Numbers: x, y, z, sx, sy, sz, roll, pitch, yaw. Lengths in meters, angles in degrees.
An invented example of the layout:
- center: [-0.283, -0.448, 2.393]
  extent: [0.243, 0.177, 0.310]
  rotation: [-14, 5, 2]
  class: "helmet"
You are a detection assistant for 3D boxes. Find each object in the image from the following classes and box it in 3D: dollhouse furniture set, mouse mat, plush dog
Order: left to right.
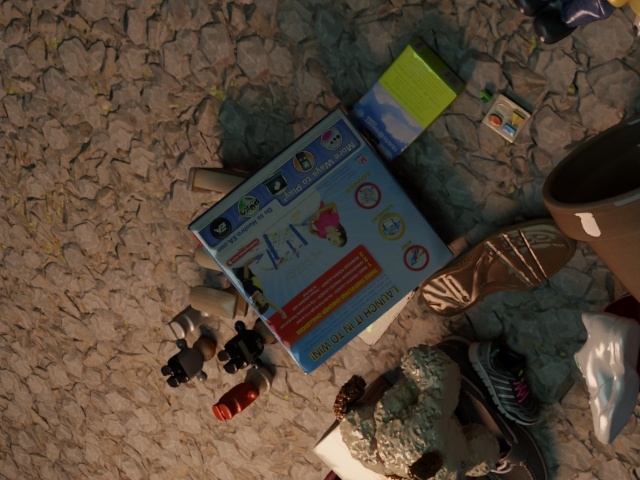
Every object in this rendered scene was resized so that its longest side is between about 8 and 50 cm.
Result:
- center: [-0.151, 0.004, 1.868]
  extent: [0.161, 0.212, 0.242]
  rotation: [13, 98, 25]
  class: "dollhouse furniture set"
- center: [0.075, 0.091, 1.903]
  extent: [0.152, 0.007, 0.190]
  rotation: [39, 132, 7]
  class: "mouse mat"
- center: [0.133, 0.325, 1.756]
  extent: [0.225, 0.210, 0.262]
  rotation: [-11, 116, 44]
  class: "plush dog"

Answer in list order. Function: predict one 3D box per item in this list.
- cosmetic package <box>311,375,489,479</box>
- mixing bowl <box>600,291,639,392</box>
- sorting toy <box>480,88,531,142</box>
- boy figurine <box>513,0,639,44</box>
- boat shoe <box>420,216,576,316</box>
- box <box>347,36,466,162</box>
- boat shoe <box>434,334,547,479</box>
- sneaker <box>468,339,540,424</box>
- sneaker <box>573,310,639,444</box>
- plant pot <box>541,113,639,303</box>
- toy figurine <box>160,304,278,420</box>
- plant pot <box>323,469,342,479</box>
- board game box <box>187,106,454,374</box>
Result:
- center: [0.152, 0.415, 1.954]
  extent: [0.296, 0.153, 0.129]
  rotation: [43, 131, 2]
  class: "cosmetic package"
- center: [0.508, 0.133, 1.582]
  extent: [0.181, 0.098, 0.181]
  rotation: [16, 125, 25]
  class: "mixing bowl"
- center: [0.267, -0.189, 1.599]
  extent: [0.083, 0.012, 0.062]
  rotation: [37, 131, 8]
  class: "sorting toy"
- center: [0.374, -0.338, 1.336]
  extent: [0.177, 0.092, 0.285]
  rotation: [55, 152, -8]
  class: "boy figurine"
- center: [0.280, 0.029, 1.678]
  extent: [0.285, 0.089, 0.104]
  rotation: [-26, 103, 39]
  class: "boat shoe"
- center: [0.130, -0.215, 1.652]
  extent: [0.109, 0.042, 0.178]
  rotation: [46, 133, 2]
  class: "box"
- center: [0.278, 0.324, 1.851]
  extent: [0.112, 0.095, 0.335]
  rotation: [-22, 104, 40]
  class: "boat shoe"
- center: [0.321, 0.234, 1.790]
  extent: [0.170, 0.063, 0.075]
  rotation: [55, 138, -1]
  class: "sneaker"
- center: [0.415, 0.198, 1.579]
  extent: [0.094, 0.080, 0.212]
  rotation: [19, 120, 38]
  class: "sneaker"
- center: [0.459, -0.025, 1.420]
  extent: [0.263, 0.263, 0.229]
  rotation: [-16, 114, 39]
  class: "plant pot"
- center: [-0.191, 0.215, 2.068]
  extent: [0.209, 0.148, 0.213]
  rotation: [27, 131, 24]
  class: "toy figurine"
- center: [0.072, 0.529, 2.063]
  extent: [0.201, 0.201, 0.180]
  rotation: [44, 148, 3]
  class: "plant pot"
- center: [0.000, 0.000, 1.709]
  extent: [0.302, 0.308, 0.086]
  rotation: [52, 176, -8]
  class: "board game box"
